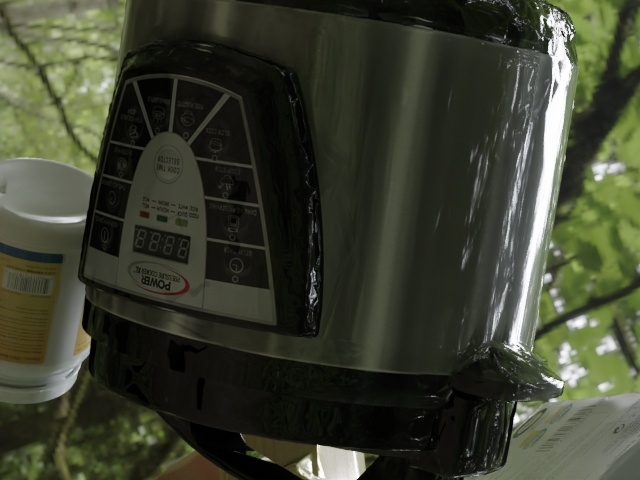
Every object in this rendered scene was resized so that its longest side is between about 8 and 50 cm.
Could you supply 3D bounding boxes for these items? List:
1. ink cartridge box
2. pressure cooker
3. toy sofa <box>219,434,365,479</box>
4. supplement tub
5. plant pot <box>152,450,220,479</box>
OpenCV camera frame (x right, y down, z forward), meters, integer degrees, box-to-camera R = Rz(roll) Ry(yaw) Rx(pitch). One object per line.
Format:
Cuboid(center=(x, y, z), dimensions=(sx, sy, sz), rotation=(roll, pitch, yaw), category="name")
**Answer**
Cuboid(center=(0.262, 0.301, 1.453), dimensions=(0.151, 0.270, 0.395), rotation=(55, -22, -5), category="ink cartridge box")
Cuboid(center=(0.005, 0.000, 1.056), dimensions=(0.370, 0.375, 0.420), rotation=(-133, -128, -80), category="pressure cooker")
Cuboid(center=(-0.046, 0.234, 1.811), dimensions=(0.150, 0.177, 0.362), rotation=(-27, -137, 23), category="toy sofa")
Cuboid(center=(-0.274, 0.038, 1.253), dimensions=(0.144, 0.144, 0.200), rotation=(43, -52, 40), category="supplement tub")
Cuboid(center=(-0.191, 0.488, 2.054), dimensions=(0.267, 0.236, 0.267), rotation=(-161, -129, -76), category="plant pot")
